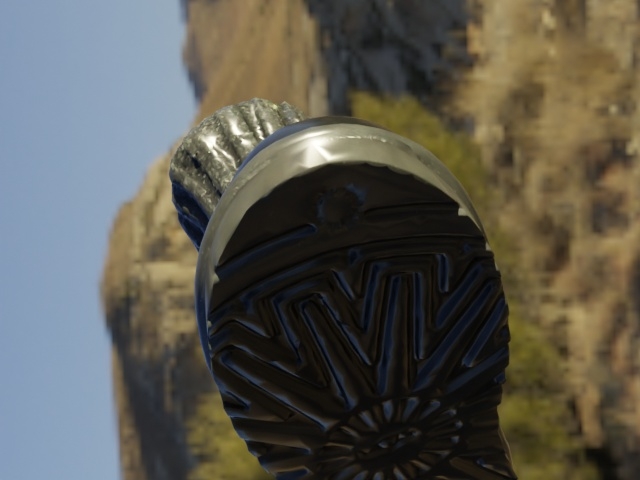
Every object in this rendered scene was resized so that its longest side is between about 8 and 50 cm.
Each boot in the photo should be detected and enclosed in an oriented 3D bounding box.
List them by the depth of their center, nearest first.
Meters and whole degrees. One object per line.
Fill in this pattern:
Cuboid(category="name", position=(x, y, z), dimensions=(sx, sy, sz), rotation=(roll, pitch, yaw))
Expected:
Cuboid(category="boot", position=(-0.004, 0.002, 0.867), dimensions=(0.348, 0.131, 0.260), rotation=(76, 175, -51))
